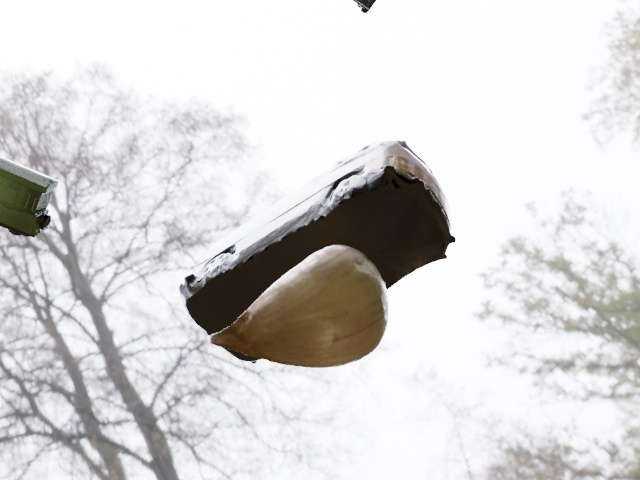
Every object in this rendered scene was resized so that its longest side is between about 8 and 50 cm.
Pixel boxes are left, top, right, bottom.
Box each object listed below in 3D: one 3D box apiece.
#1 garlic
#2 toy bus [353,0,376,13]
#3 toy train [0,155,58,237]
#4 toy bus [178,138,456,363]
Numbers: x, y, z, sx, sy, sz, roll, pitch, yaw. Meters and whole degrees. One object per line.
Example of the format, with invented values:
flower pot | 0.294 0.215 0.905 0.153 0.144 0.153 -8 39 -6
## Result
garlic | 0.000 0.067 1.013 0.207 0.128 0.115 -16 -47 -45
toy bus | 0.055 -0.336 1.242 0.047 0.166 0.065 34 -77 -13
toy train | -0.275 -0.042 0.832 0.093 0.038 0.056 23 -74 0
toy bus | 0.000 0.000 1.319 0.386 0.162 0.171 -31 -63 26
